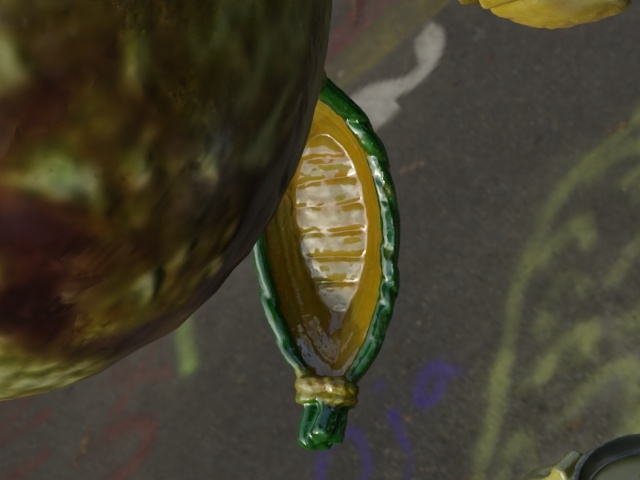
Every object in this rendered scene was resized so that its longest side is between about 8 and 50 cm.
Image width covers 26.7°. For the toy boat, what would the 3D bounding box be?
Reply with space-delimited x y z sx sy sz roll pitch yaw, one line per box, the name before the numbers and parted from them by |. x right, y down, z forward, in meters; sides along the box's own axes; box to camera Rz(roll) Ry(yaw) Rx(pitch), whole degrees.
toy boat | 0.000 0.000 0.757 0.089 0.229 0.088 -3 14 19

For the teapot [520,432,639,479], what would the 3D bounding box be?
teapot | 0.174 0.173 0.758 0.166 0.119 0.130 18 35 36

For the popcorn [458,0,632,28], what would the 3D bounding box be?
popcorn | 0.128 -0.190 0.759 0.149 0.167 0.152 -7 59 -1

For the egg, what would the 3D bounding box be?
egg | -0.110 -0.081 0.479 0.289 0.238 0.238 -53 30 4
